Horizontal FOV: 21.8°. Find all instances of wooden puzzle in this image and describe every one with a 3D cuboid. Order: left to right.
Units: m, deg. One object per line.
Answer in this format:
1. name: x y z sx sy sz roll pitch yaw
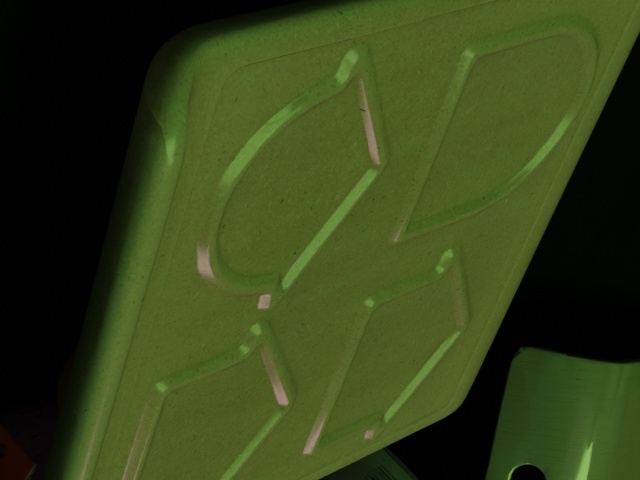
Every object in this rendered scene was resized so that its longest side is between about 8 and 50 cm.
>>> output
1. wooden puzzle: 0.000 0.000 0.763 0.348 0.080 0.322 -25 146 -43

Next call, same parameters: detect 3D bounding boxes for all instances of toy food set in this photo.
1. toy food set: 0.181 0.175 1.160 0.306 0.092 0.219 1 101 -64

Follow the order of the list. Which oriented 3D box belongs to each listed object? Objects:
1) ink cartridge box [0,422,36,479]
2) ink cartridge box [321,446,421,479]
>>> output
1. ink cartridge box: -0.167 0.118 0.694 0.029 0.063 0.115 -7 133 -53
2. ink cartridge box: 0.039 0.260 1.174 0.176 0.069 0.371 -45 155 -3
